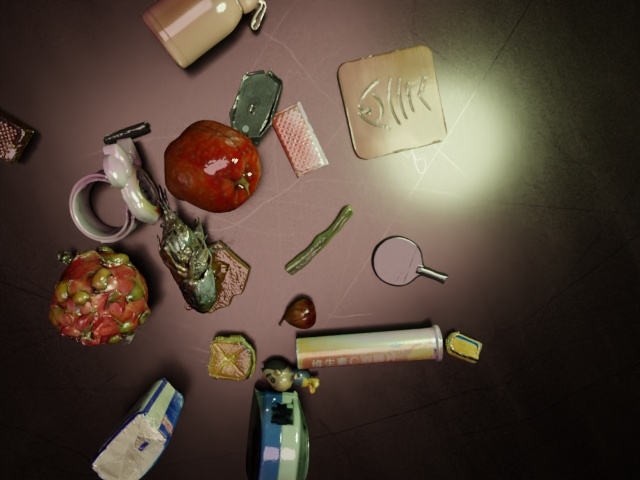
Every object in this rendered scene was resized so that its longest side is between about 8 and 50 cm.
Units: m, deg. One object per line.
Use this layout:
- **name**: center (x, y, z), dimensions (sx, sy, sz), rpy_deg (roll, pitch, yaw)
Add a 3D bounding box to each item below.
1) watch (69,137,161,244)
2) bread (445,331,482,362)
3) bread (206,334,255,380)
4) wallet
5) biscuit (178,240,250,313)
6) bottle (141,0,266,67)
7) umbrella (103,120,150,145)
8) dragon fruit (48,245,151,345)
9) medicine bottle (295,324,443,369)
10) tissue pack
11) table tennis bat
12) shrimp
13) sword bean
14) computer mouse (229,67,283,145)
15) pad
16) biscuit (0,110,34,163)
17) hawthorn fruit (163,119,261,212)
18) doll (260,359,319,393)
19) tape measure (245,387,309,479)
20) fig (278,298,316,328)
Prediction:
- **watch**: center (-0.576, -0.123, 1.547), dimensions (0.217, 0.211, 0.249), rpy_deg (-22, 106, 7)
- **bread**: center (0.431, 0.325, 1.723), dimensions (0.105, 0.053, 0.072), rpy_deg (24, 71, -8)
- **bread**: center (-0.259, 0.343, 1.668), dimensions (0.140, 0.069, 0.128), rpy_deg (3, 95, -1)
- **wallet**: center (-0.063, -0.289, 1.640), dimensions (0.103, 0.020, 0.197), rpy_deg (-26, 97, -2)
- **biscuit**: center (-0.321, 0.120, 1.657), dimensions (0.182, 0.034, 0.215), rpy_deg (43, 93, -3)
- **bottle**: center (-0.302, -0.604, 1.527), dimensions (0.296, 0.173, 0.206), rpy_deg (-39, 128, -1)
- **umbrella**: center (-0.547, -0.299, 1.601), dimensions (0.132, 0.031, 0.036), rpy_deg (-19, 95, -1)
- **dragon fruit**: center (-0.595, 0.150, 1.517), dimensions (0.249, 0.291, 0.269), rpy_deg (-7, 95, 2)
- **medicine bottle**: center (0.140, 0.321, 1.679), dimensions (0.425, 0.108, 0.108), rpy_deg (-5, 96, -2)
- **tissue pack**: center (-0.488, 0.528, 1.572), dimensions (0.137, 0.270, 0.209), rpy_deg (41, 92, -6)
- **table tennis bat**: center (0.268, 0.076, 1.698), dimensions (0.236, 0.027, 0.150), rpy_deg (20, 94, -4)
- **shrimp**: center (-0.354, 0.021, 1.574), dimensions (0.172, 0.137, 0.373), rpy_deg (-21, 111, -35)
- **sword bean**: center (0.001, 0.000, 1.667), dimensions (0.269, 0.038, 0.043), rpy_deg (-46, 122, 2)
- **computer mouse**: center (-0.179, -0.374, 1.601), dimensions (0.126, 0.071, 0.231), rpy_deg (14, 85, 9)
- **pad**: center (0.209, -0.399, 1.647), dimensions (0.283, 0.018, 0.287), rpy_deg (-14, 96, -3)
- **biscuit**: center (-0.979, -0.353, 1.547), dimensions (0.388, 0.073, 0.107), rpy_deg (32, 94, -6)
- **hawthorn fruit**: center (-0.286, -0.196, 1.517), dimensions (0.261, 0.258, 0.259), rpy_deg (-7, 97, 20)
- **doll**: center (-0.094, 0.410, 1.683), dimensions (0.179, 0.102, 0.089), rpy_deg (22, 51, -2)
- **tape measure**: center (-0.123, 0.583, 1.618), dimensions (0.138, 0.262, 0.260), rpy_deg (4, 96, -14)
- **fig**: center (-0.076, 0.220, 1.670), dimensions (0.125, 0.089, 0.089), rpy_deg (-13, 97, 18)
